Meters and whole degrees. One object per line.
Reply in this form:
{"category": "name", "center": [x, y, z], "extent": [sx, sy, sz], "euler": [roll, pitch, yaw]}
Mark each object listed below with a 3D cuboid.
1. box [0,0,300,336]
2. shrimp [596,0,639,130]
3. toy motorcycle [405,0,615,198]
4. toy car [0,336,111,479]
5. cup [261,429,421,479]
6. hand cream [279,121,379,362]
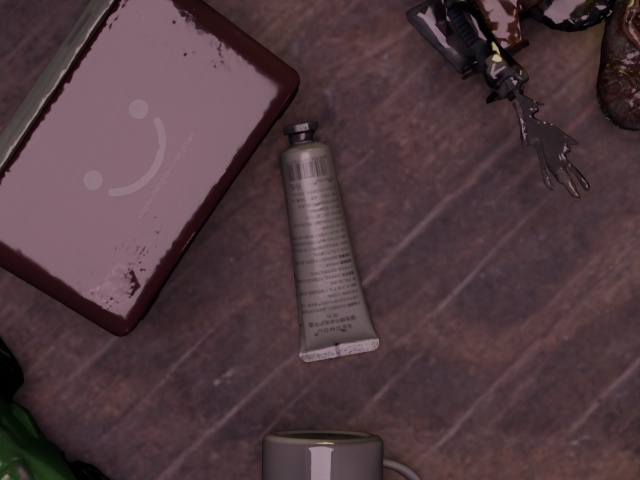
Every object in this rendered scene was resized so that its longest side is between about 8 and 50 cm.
{"category": "box", "center": [-0.148, -0.071, 1.371], "extent": [0.167, 0.193, 0.294], "euler": [34, 91, -4]}
{"category": "shrimp", "center": [0.266, -0.178, 1.391], "extent": [0.073, 0.075, 0.190], "euler": [16, 71, 0]}
{"category": "toy motorcycle", "center": [0.123, -0.215, 1.375], "extent": [0.207, 0.134, 0.401], "euler": [-27, 86, 4]}
{"category": "toy car", "center": [-0.320, 0.188, 1.380], "extent": [0.213, 0.176, 0.358], "euler": [-39, 87, 4]}
{"category": "cup", "center": [0.012, 0.221, 1.406], "extent": [0.099, 0.136, 0.133], "euler": [-1, 88, 38]}
{"category": "hand cream", "center": [0.000, 0.000, 1.430], "extent": [0.067, 0.042, 0.194], "euler": [-10, 94, -4]}
